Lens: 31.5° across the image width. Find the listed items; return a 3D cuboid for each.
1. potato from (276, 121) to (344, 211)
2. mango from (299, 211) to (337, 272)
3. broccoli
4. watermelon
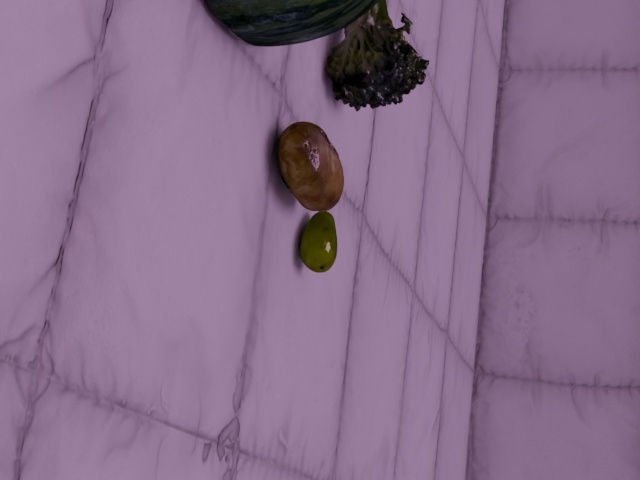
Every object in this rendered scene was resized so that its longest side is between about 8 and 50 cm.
[{"bbox_3d":[-0.015,-0.103,1.612,0.170,0.080,0.107,44,51,-62],"label":"potato"},{"bbox_3d":[0.000,0.000,1.718,0.073,0.056,0.108,81,16,-49],"label":"mango"},{"bbox_3d":[0.084,-0.367,1.857,0.145,0.165,0.304,26,56,-64],"label":"broccoli"},{"bbox_3d":[-0.032,-0.354,1.401,0.262,0.213,0.201,43,35,-76],"label":"watermelon"}]
